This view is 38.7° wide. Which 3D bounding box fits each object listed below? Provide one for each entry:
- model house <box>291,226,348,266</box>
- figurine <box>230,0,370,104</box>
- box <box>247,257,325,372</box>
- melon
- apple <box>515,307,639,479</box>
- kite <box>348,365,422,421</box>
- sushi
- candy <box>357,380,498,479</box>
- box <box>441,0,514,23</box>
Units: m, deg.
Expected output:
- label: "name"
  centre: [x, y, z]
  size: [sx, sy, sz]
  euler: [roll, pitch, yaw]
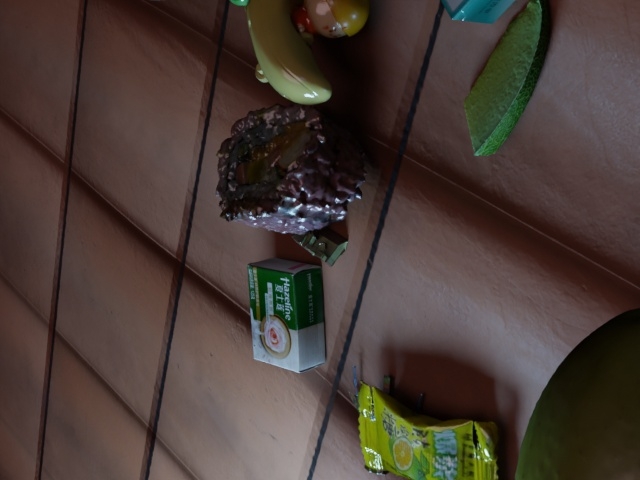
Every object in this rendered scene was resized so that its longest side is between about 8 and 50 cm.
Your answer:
- label: "model house"
  centre: [0.000, 0.000, 1.651]
  size: [0.083, 0.057, 0.058]
  euler: [34, 85, 38]
- label: "figurine"
  centre: [-0.022, -0.370, 1.494]
  size: [0.222, 0.124, 0.324]
  euler: [-21, 65, 17]
- label: "box"
  centre: [-0.065, 0.140, 1.742]
  size: [0.135, 0.081, 0.199]
  euler: [8, 108, 46]
- label: "melon"
  centre: [0.274, -0.252, 1.316]
  size: [0.114, 0.053, 0.261]
  euler: [54, 132, 48]
- label: "apple"
  centre: [0.438, 0.275, 0.984]
  size: [0.474, 0.474, 0.473]
  euler: [15, 111, 44]
- label: "kite"
  centre: [0.120, 0.314, 1.642]
  size: [0.183, 0.010, 0.160]
  euler: [17, 116, 40]
- label: "sushi"
  centre: [-0.046, -0.127, 1.575]
  size: [0.270, 0.171, 0.236]
  euler: [-7, 68, 48]
- label: "candy"
  centre: [0.174, 0.356, 1.541]
  size: [0.297, 0.081, 0.187]
  euler: [8, 110, 43]
- label: "box"
  centre: [0.206, -0.445, 1.269]
  size: [0.153, 0.092, 0.244]
  euler: [-44, 62, 45]
